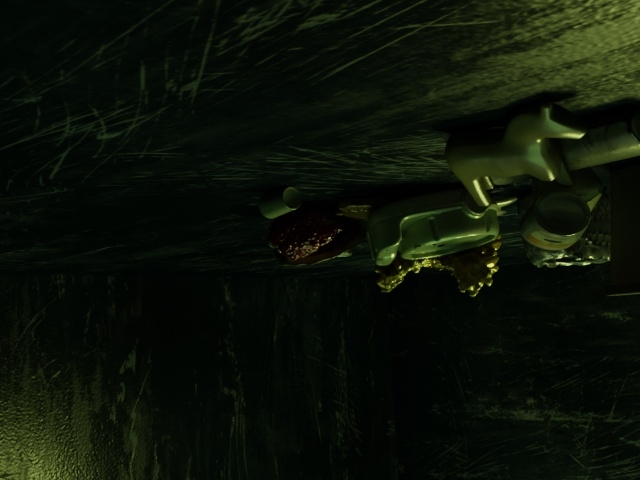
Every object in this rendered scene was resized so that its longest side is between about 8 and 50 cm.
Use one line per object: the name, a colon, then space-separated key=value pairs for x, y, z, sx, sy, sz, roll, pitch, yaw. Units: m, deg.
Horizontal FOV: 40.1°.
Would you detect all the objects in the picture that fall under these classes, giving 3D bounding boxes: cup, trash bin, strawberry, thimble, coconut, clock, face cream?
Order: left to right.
cup: x=-0.073 y=-0.077 z=1.777 sx=0.075 sy=0.054 sz=0.083 roll=4 pitch=168 yaw=-37
strawberry: x=-0.048 y=-0.026 z=1.988 sx=0.192 sy=0.140 sz=0.085 roll=16 pitch=152 yaw=54
clock: x=0.267 y=-0.033 z=1.925 sx=0.324 sy=0.108 sz=0.265 roll=-12 pitch=168 yaw=0
face cream: x=0.400 y=-0.030 z=1.495 sx=0.107 sy=0.073 sz=0.269 roll=16 pitch=177 yaw=10
thimble: x=0.559 y=-0.027 z=1.989 sx=0.205 sy=0.172 sz=0.236 roll=-8 pitch=170 yaw=15
coconut: x=0.466 y=-0.094 z=1.639 sx=0.122 sy=0.116 sz=0.116 roll=-6 pitch=172 yaw=26
trash bin: x=0.679 y=-0.024 z=1.717 sx=0.219 sy=0.250 sz=0.220 roll=0 pitch=173 yaw=-31

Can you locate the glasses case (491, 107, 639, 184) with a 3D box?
glasses case: x=0.385 y=-0.143 z=1.382 sx=0.114 sy=0.060 sz=0.299 roll=8 pitch=168 yaw=-38

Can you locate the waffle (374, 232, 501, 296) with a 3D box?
waffle: x=0.282 y=0.028 z=2.078 sx=0.293 sy=0.259 sz=0.069 roll=5 pitch=138 yaw=22

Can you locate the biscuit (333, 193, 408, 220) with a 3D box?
biscuit: x=0.125 y=-0.069 z=2.016 sx=0.184 sy=0.035 sz=0.249 roll=-4 pitch=174 yaw=9

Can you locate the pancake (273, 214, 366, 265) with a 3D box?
pancake: x=0.000 y=0.000 z=2.081 sx=0.212 sy=0.029 sz=0.235 roll=9 pitch=-145 yaw=40

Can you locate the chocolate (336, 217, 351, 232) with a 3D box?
chocolate: x=-0.005 y=-0.030 z=2.063 sx=0.086 sy=0.028 sz=0.182 roll=-38 pitch=-152 yaw=-31

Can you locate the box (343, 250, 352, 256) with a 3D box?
box: x=0.028 y=0.012 z=2.514 sx=0.122 sy=0.069 sz=0.084 roll=-3 pitch=175 yaw=5

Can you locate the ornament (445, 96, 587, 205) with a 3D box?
ornament: x=0.296 y=-0.132 z=1.308 sx=0.230 sy=0.061 sz=0.245 roll=1 pitch=154 yaw=33
